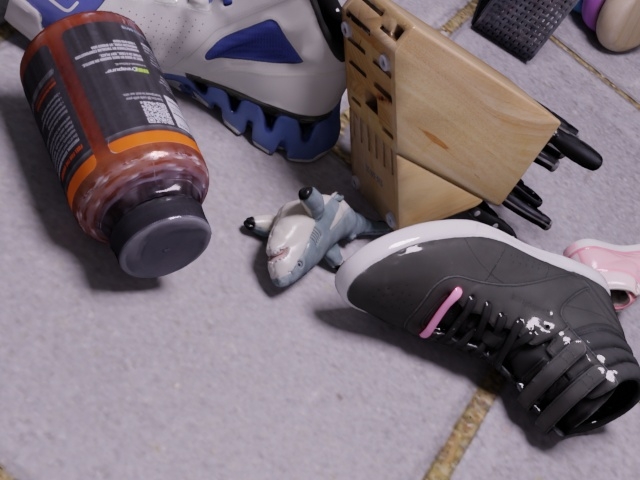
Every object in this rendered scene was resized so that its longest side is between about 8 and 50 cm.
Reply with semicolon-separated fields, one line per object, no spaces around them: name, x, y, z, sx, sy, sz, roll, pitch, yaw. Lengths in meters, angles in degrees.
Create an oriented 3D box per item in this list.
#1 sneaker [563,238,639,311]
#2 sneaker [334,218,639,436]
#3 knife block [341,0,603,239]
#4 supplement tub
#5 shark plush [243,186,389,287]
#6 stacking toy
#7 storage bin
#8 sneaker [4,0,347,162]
sneaker;0.302;0.040;1.149;0.134;0.051;0.070;6;49;-28
sneaker;0.153;0.077;0.951;0.295;0.104;0.147;12;39;-34
knife block;0.147;-0.115;1.036;0.242;0.276;0.088;-22;43;-18
supplement tub;-0.148;-0.070;0.874;0.106;0.106;0.198;-1;52;-38
shark plush;0.000;0.000;0.983;0.161;0.073;0.067;-3;70;-65
stacking toy;0.329;-0.402;1.573;0.141;0.141;0.330;-10;51;-43
storage bin;0.265;-0.317;1.377;0.084;0.180;0.122;32;38;-7
sneaker;-0.087;-0.208;0.999;0.315;0.182;0.127;22;39;-18
